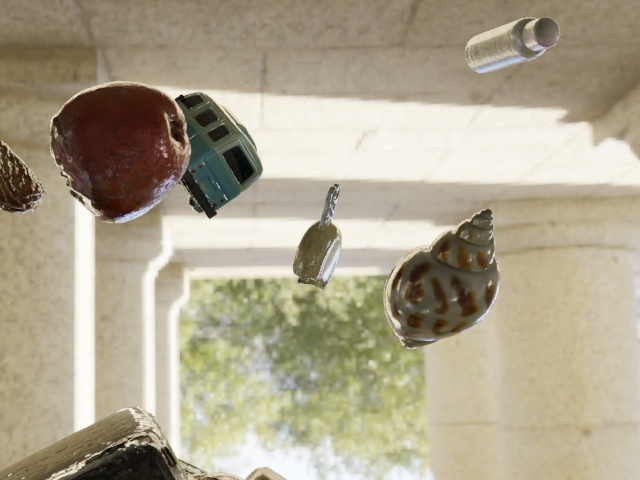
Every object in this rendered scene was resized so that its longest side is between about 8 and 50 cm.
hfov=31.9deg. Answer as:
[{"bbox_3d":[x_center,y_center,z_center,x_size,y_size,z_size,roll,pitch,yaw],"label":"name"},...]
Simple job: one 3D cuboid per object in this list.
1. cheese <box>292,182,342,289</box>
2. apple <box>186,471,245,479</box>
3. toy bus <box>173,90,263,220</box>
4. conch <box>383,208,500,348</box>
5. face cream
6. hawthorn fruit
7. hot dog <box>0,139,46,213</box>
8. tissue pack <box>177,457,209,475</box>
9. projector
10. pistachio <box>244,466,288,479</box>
[{"bbox_3d":[0.008,-0.008,2.462,0.070,0.249,0.163,22,-172,15],"label":"cheese"},{"bbox_3d":[-0.181,0.495,1.774,0.292,0.251,0.163,-15,168,26],"label":"apple"},{"bbox_3d":[-0.221,-0.176,2.096,0.164,0.133,0.271,-34,-144,-5],"label":"toy bus"},{"bbox_3d":[0.209,0.065,1.880,0.183,0.275,0.148,44,-173,25],"label":"conch"},{"bbox_3d":[0.371,-0.378,2.158,0.081,0.082,0.269,1,180,-20],"label":"face cream"},{"bbox_3d":[-0.243,-0.113,1.387,0.172,0.173,0.173,-2,172,0],"label":"hawthorn fruit"},{"bbox_3d":[-0.614,-0.132,2.043,0.175,0.114,0.259,16,152,38],"label":"hot dog"},{"bbox_3d":[-0.307,0.495,1.950,0.185,0.257,0.081,25,-175,-3],"label":"tissue pack"},{"bbox_3d":[-0.342,0.407,1.439,0.395,0.242,0.405,-28,-176,-13],"label":"projector"},{"bbox_3d":[-0.107,0.668,2.307,0.281,0.365,0.446,-4,133,-7],"label":"pistachio"}]
